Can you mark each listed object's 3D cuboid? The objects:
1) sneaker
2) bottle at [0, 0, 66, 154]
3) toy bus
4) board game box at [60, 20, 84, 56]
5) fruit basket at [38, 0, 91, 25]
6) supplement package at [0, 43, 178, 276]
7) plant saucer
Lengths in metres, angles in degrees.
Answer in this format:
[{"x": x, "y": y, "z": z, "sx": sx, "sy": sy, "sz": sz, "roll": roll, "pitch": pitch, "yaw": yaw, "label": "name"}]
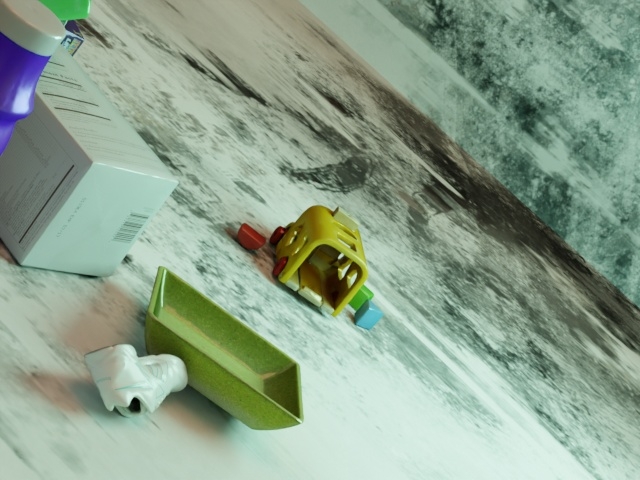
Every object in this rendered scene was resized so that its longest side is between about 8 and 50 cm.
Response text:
[{"x": -0.168, "y": 0.136, "z": 1.477, "sx": 0.152, "sy": 0.054, "sz": 0.061, "roll": 20, "pitch": 52, "yaw": -65, "label": "sneaker"}, {"x": -0.313, "y": -0.078, "z": 1.302, "sx": 0.092, "sy": 0.283, "sz": 0.118, "roll": 38, "pitch": 18, "yaw": -4, "label": "bottle"}, {"x": 0.005, "y": 0.008, "z": 2.062, "sx": 0.202, "sy": 0.104, "sz": 0.191, "roll": 48, "pitch": 18, "yaw": 25, "label": "toy bus"}, {"x": -0.406, "y": -0.323, "z": 2.146, "sx": 0.141, "sy": 0.048, "sz": 0.170, "roll": 23, "pitch": 23, "yaw": -40, "label": "board game box"}, {"x": -0.405, "y": -0.320, "z": 1.654, "sx": 0.353, "sy": 0.165, "sz": 0.327, "roll": 1, "pitch": 25, "yaw": -13, "label": "fruit basket"}, {"x": -0.288, "y": -0.096, "z": 1.651, "sx": 0.244, "sy": 0.139, "sz": 0.134, "roll": 49, "pitch": 21, "yaw": 29, "label": "supplement package"}, {"x": -0.106, "y": 0.117, "z": 1.620, "sx": 0.188, "sy": 0.045, "sz": 0.188, "roll": 36, "pitch": 9, "yaw": -10, "label": "plant saucer"}]
